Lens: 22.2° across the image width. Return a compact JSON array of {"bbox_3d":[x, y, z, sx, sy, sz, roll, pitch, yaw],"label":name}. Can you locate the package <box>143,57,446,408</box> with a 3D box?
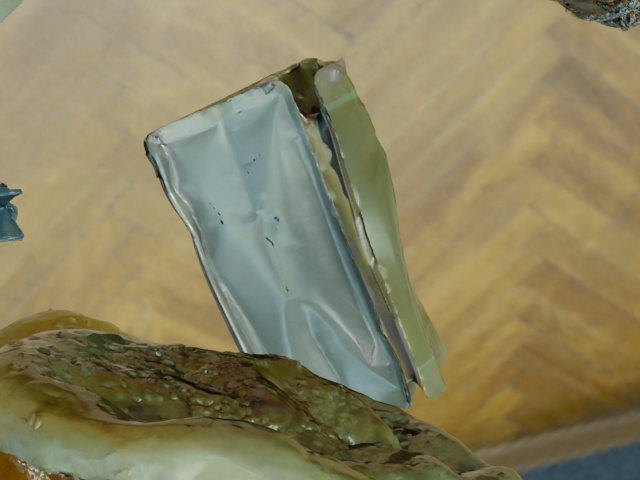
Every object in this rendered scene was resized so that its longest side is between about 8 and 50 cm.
[{"bbox_3d":[0.021,-0.005,1.453,0.165,0.311,0.221,-16,-170,43],"label":"package"}]

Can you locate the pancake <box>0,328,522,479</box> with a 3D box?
[{"bbox_3d":[-0.042,0.129,1.074,0.387,0.387,0.082,11,97,-32],"label":"pancake"}]

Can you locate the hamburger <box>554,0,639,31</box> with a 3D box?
[{"bbox_3d":[0.324,-0.351,1.825,0.107,0.231,0.231,-1,131,-40],"label":"hamburger"}]

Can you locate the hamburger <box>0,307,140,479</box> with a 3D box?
[{"bbox_3d":[-0.308,0.235,1.945,0.290,0.170,0.314,37,70,-17],"label":"hamburger"}]

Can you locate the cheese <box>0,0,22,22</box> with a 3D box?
[{"bbox_3d":[-0.338,-0.202,1.184,0.248,0.173,0.251,-9,143,-46],"label":"cheese"}]

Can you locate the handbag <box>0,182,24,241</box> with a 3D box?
[{"bbox_3d":[-0.380,-0.030,1.462,0.179,0.229,0.062,-9,103,-35],"label":"handbag"}]
